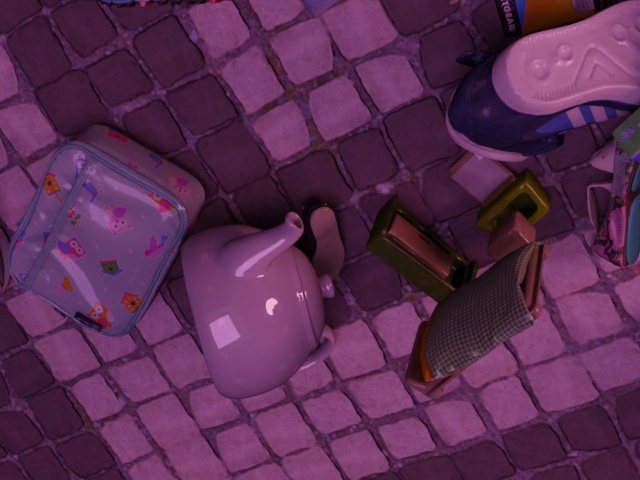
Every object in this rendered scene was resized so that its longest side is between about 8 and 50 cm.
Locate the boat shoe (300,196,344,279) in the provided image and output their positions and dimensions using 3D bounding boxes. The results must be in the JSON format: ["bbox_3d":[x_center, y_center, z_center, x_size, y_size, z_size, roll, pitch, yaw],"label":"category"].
[{"bbox_3d":[0.002,-0.001,1.796,0.049,0.042,0.133,-21,129,-16],"label":"boat shoe"}]

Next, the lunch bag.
[{"bbox_3d":[-0.309,-0.009,1.827,0.224,0.108,0.279,31,120,-3],"label":"lunch bag"}]

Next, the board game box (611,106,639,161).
[{"bbox_3d":[0.508,-0.194,1.488,0.317,0.213,0.046,-44,59,28],"label":"board game box"}]

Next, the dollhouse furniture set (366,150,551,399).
[{"bbox_3d":[0.162,0.024,1.617,0.151,0.301,0.197,39,121,-11],"label":"dollhouse furniture set"}]

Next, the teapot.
[{"bbox_3d":[-0.072,0.087,1.765,0.187,0.256,0.252,-14,97,-2],"label":"teapot"}]

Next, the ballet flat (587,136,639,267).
[{"bbox_3d":[0.377,-0.071,1.655,0.079,0.077,0.221,19,122,26],"label":"ballet flat"}]

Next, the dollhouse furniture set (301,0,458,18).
[{"bbox_3d":[0.039,-0.325,1.428,0.303,0.198,0.286,-30,106,25],"label":"dollhouse furniture set"}]

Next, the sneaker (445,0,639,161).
[{"bbox_3d":[0.308,-0.184,1.594,0.323,0.236,0.130,-12,80,-20],"label":"sneaker"}]

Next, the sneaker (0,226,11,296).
[{"bbox_3d":[-0.511,-0.006,1.887,0.088,0.092,0.225,-2,117,15],"label":"sneaker"}]

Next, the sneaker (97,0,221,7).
[{"bbox_3d":[-0.169,-0.358,1.618,0.262,0.104,0.125,-2,114,14],"label":"sneaker"}]

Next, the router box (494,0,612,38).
[{"bbox_3d":[0.260,-0.343,1.551,0.133,0.046,0.178,-13,113,18],"label":"router box"}]
